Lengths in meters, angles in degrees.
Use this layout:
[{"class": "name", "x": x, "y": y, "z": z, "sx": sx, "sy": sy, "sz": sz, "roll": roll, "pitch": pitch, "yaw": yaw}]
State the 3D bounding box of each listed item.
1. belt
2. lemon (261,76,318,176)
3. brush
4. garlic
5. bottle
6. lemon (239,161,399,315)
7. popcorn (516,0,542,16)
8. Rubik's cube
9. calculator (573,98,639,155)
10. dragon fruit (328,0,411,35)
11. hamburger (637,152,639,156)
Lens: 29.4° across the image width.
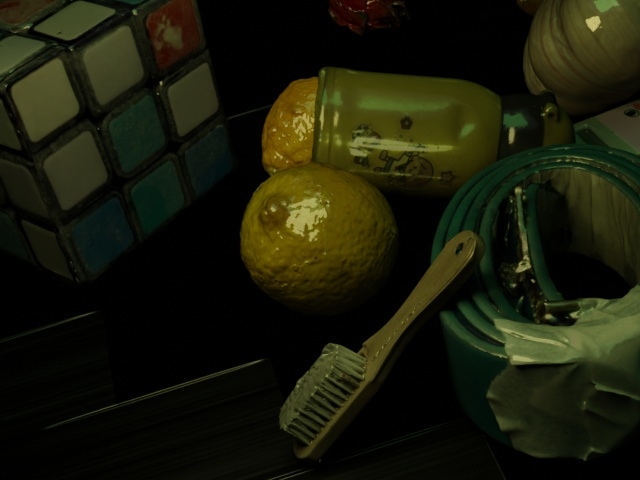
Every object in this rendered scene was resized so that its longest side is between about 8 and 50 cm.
[{"class": "belt", "x": 0.284, "y": 0.052, "z": 1.391, "sx": 0.300, "sy": 0.173, "sz": 0.436, "roll": -6, "pitch": 37, "yaw": 13}, {"class": "lemon", "x": -0.015, "y": -0.157, "z": 1.791, "sx": 0.142, "sy": 0.142, "sz": 0.187, "roll": 18, "pitch": 61, "yaw": 36}, {"class": "brush", "x": 0.057, "y": 0.110, "z": 1.324, "sx": 0.327, "sy": 0.065, "sz": 0.070, "roll": -51, "pitch": 24, "yaw": 18}, {"class": "garlic", "x": 0.432, "y": -0.309, "z": 1.747, "sx": 0.322, "sy": 0.322, "sz": 0.241, "roll": -20, "pitch": 62, "yaw": -7}, {"class": "bottle", "x": 0.165, "y": -0.133, "z": 1.636, "sx": 0.351, "sy": 0.171, "sz": 0.171, "roll": 6, "pitch": 39, "yaw": 1}, {"class": "lemon", "x": 0.000, "y": 0.000, "z": 1.532, "sx": 0.192, "sy": 0.231, "sz": 0.192, "roll": -10, "pitch": 69, "yaw": 28}, {"class": "popcorn", "x": 0.416, "y": -0.468, "z": 1.952, "sx": 0.282, "sy": 0.282, "sz": 0.247, "roll": 3, "pitch": 59, "yaw": 22}, {"class": "Rubik's cube", "x": -0.376, "y": -0.193, "z": 1.784, "sx": 0.363, "sy": 0.362, "sz": 0.359, "roll": 21, "pitch": 51, "yaw": 39}, {"class": "calculator", "x": 0.450, "y": -0.145, "z": 1.703, "sx": 0.246, "sy": 0.045, "sz": 0.141, "roll": -21, "pitch": 37, "yaw": -8}, {"class": "dragon fruit", "x": 0.082, "y": -0.420, "z": 2.134, "sx": 0.142, "sy": 0.130, "sz": 0.121, "roll": -19, "pitch": 4, "yaw": -4}, {"class": "hamburger", "x": 0.439, "y": -0.080, "z": 1.606, "sx": 0.083, "sy": 0.044, "sz": 0.076, "roll": -40, "pitch": 83, "yaw": -18}]
